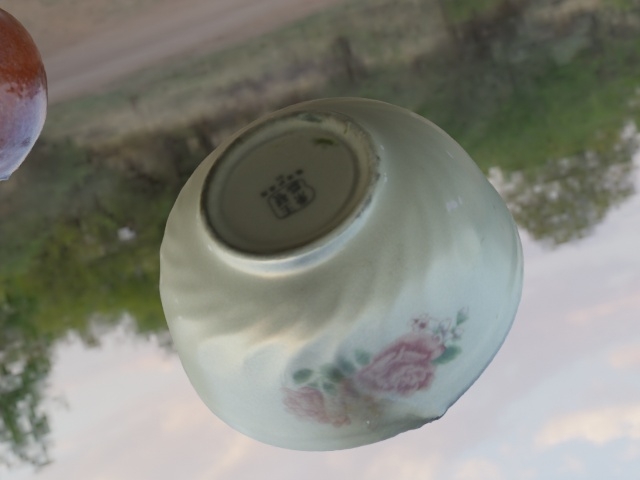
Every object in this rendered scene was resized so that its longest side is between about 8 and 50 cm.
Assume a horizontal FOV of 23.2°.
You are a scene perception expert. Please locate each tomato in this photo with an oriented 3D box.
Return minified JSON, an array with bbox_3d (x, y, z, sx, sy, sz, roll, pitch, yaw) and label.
[{"bbox_3d":[-0.367,-0.147,1.479,0.232,0.188,0.232,-1,176,0],"label":"tomato"}]

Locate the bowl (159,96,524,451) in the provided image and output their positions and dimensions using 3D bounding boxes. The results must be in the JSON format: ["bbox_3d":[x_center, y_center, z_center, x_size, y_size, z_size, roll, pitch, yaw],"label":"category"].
[{"bbox_3d":[0.000,0.000,1.128,0.277,0.145,0.277,-12,-131,14],"label":"bowl"}]
